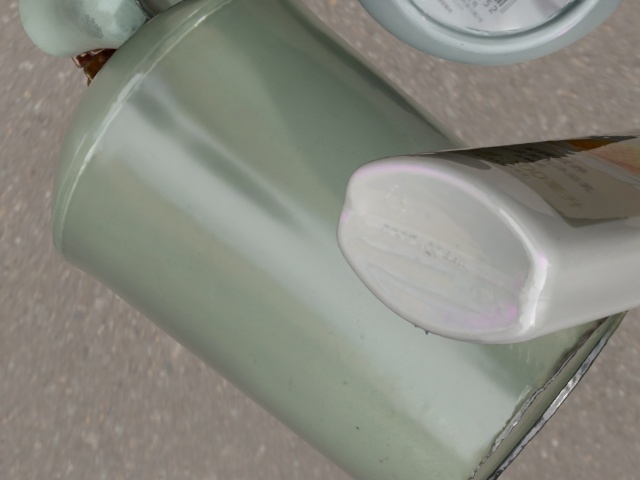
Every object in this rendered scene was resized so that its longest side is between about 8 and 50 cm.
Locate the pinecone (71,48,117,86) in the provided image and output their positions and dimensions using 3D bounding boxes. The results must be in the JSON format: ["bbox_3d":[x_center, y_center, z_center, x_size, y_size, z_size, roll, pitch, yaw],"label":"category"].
[{"bbox_3d":[-0.202,-0.242,1.825,0.207,0.208,0.208,-1,104,-4],"label":"pinecone"}]

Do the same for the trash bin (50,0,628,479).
[{"bbox_3d":[0.000,0.000,1.219,0.432,0.280,0.280,39,99,13],"label":"trash bin"}]

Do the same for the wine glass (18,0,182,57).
[{"bbox_3d":[-0.179,-0.218,1.389,0.103,0.231,0.103,1,88,-34],"label":"wine glass"}]

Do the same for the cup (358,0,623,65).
[{"bbox_3d":[0.106,-0.253,1.009,0.205,0.312,0.205,1,125,1],"label":"cup"}]

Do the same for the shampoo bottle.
[{"bbox_3d":[0.108,-0.009,0.583,0.227,0.086,0.056,-9,119,-49],"label":"shampoo bottle"}]
